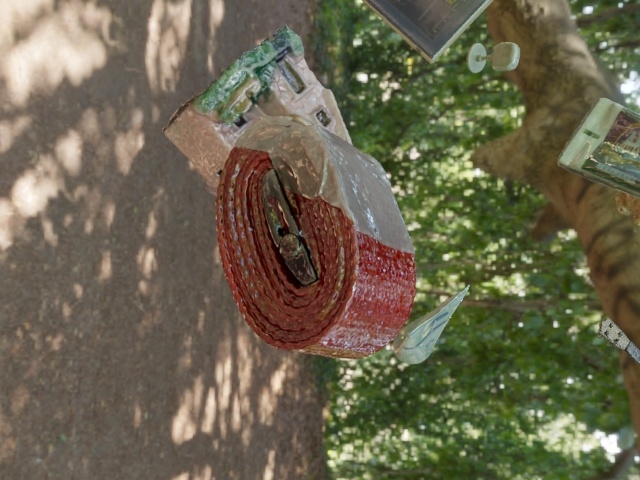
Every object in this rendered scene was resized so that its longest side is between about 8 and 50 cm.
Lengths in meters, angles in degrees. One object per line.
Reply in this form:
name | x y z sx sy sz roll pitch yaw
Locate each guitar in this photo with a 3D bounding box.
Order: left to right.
guitar | 0.566 0.226 1.242 0.084 0.271 0.038 -52 180 -31

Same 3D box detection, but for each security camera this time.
security camera | 0.319 -0.330 1.343 0.058 0.092 0.058 -17 115 -41

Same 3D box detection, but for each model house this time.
model house | -0.088 -0.186 1.249 0.237 0.202 0.237 51 45 -11

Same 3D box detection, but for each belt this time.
belt | 0.000 0.000 0.612 0.124 0.128 0.201 21 45 -53

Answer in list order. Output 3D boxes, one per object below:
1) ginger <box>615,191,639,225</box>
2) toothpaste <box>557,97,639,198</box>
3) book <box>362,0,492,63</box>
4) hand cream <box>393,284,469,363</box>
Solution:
ginger | 0.568 -0.046 1.246 0.059 0.133 0.214 -81 164 -83
toothpaste | 0.432 -0.033 0.730 0.099 0.392 0.061 -53 154 -12
book | 0.122 -0.397 1.004 0.191 0.269 0.025 -46 167 8
hand cream | 0.160 0.139 1.162 0.067 0.109 0.321 51 -11 15
